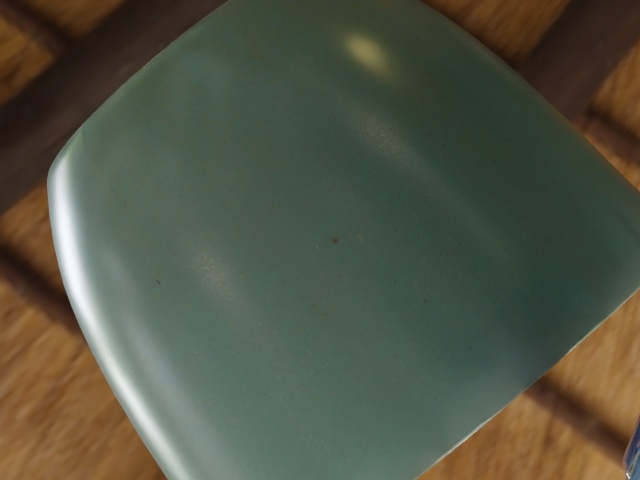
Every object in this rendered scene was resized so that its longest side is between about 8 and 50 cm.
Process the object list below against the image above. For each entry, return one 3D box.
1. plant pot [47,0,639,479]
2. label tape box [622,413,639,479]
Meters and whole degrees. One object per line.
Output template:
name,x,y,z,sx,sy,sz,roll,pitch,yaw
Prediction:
plant pot,0.000,0.000,1.006,0.235,0.293,0.293,50,-49,3
label tape box,0.317,0.045,0.770,0.334,0.106,0.240,21,-87,8
